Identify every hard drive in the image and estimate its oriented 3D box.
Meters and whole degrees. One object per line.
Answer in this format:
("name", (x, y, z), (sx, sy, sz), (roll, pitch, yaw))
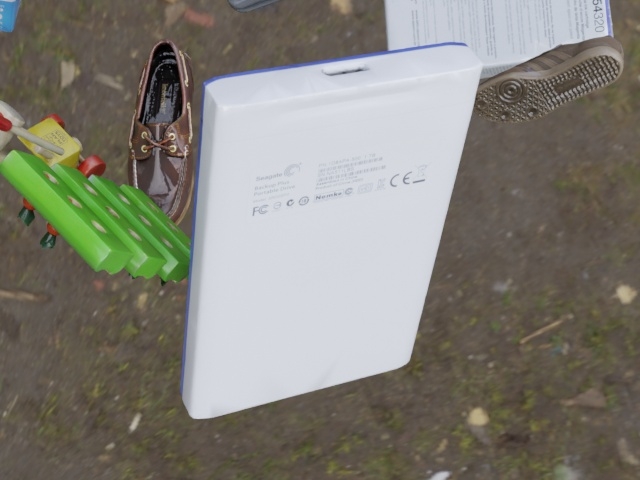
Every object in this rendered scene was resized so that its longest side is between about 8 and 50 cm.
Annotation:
("hard drive", (0.000, 0.000, 0.969), (0.210, 0.319, 0.040), (-12, 45, -23))

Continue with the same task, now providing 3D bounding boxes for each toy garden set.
("toy garden set", (-0.202, -0.034, 0.993), (0.204, 0.244, 0.049), (44, 96, 13))

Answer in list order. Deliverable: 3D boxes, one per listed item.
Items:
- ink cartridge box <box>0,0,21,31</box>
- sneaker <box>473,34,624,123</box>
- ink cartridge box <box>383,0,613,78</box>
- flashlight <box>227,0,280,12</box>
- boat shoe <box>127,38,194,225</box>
("ink cartridge box", (-0.345, -0.345, 1.144), (0.168, 0.233, 0.171), (12, 60, -12))
("sneaker", (0.274, -0.195, 1.477), (0.066, 0.188, 0.071), (64, 26, -27))
("ink cartridge box", (0.255, -0.405, 1.829), (0.330, 0.071, 0.324), (-5, 80, 12))
("flashlight", (0.077, -0.220, 0.658), (0.304, 0.103, 0.103), (-18, 113, 11))
("boat shoe", (-0.175, -0.117, 1.337), (0.073, 0.073, 0.207), (-1, 76, 0))
